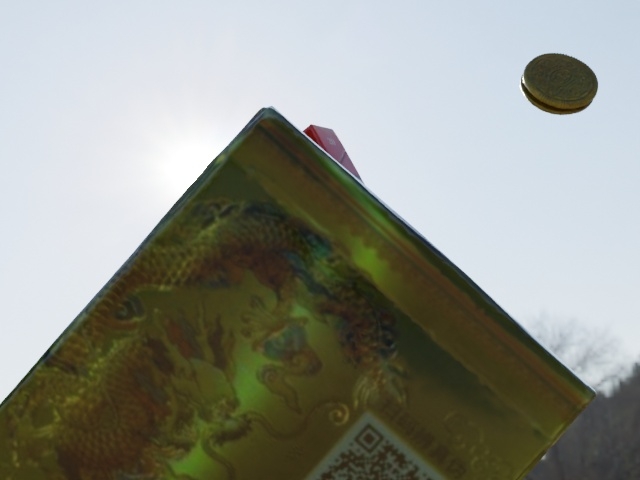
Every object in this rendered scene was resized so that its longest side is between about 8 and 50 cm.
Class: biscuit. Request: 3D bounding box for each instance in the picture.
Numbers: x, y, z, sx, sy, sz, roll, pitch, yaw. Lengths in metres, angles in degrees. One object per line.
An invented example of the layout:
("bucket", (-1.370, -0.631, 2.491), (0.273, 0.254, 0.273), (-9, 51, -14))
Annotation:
("biscuit", (0.262, -0.172, 1.208), (0.084, 0.084, 0.023), (-1, -38, -8))

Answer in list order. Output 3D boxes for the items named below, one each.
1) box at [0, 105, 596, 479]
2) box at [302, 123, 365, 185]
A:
("box", (-0.059, 0.118, 0.440), (0.173, 0.311, 0.043), (41, 1, 0))
("box", (0.000, 0.000, 0.861), (0.100, 0.152, 0.048), (-35, -14, 21))
